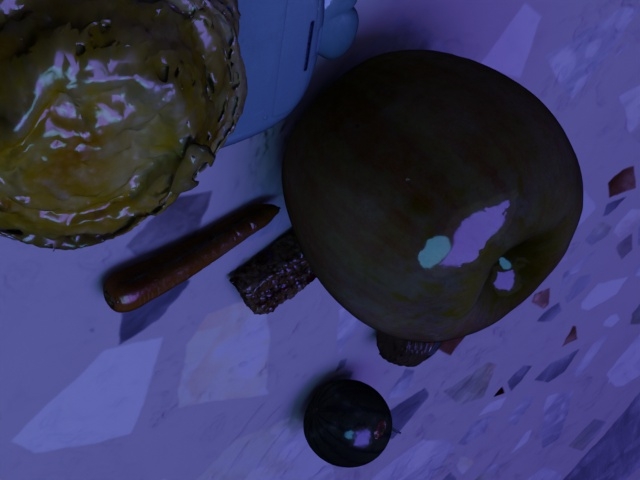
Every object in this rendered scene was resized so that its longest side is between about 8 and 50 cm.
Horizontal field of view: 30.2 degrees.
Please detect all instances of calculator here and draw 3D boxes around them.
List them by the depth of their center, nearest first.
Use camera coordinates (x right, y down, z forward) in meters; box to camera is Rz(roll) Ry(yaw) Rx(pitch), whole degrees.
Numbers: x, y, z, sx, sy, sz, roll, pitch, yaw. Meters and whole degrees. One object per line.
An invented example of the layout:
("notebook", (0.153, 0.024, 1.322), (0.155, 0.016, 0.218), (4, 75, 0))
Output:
("calculator", (-0.083, -0.144, 0.926), (0.295, 0.042, 0.184), (-22, 142, -30))

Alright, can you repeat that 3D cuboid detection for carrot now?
("carrot", (-0.115, 0.011, 1.080), (0.190, 0.037, 0.037), (-31, 146, -28))

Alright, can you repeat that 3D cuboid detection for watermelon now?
("watermelon", (0.043, 0.220, 1.420), (0.133, 0.105, 0.105), (15, 117, -34))

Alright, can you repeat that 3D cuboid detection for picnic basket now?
("picnic basket", (0.114, 0.118, 1.421), (0.083, 0.072, 0.072), (8, 122, -37))

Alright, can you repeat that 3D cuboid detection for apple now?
("apple", (0.095, -0.042, 1.066), (0.257, 0.234, 0.257), (-32, 146, -25))

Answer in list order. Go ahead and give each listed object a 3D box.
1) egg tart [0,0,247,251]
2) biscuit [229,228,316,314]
("egg tart", (-0.163, -0.082, 0.784), (0.291, 0.107, 0.291), (-14, 143, -11))
("biscuit", (0.000, 0.000, 1.192), (0.199, 0.034, 0.064), (-38, 148, -10))
